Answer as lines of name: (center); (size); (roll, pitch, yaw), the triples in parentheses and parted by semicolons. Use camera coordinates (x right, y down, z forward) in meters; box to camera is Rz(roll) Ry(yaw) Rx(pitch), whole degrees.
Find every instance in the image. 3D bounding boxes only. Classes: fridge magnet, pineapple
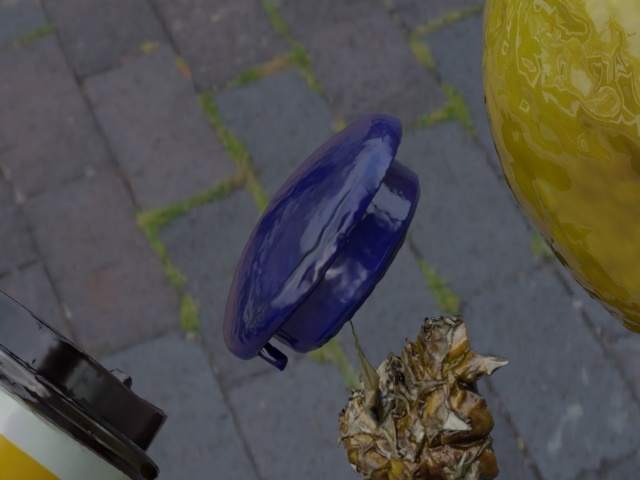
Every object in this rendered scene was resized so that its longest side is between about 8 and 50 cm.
fridge magnet: (0.000, 0.000, 1.540); (0.112, 0.265, 0.265); (33, 57, -9)
pineapple: (0.102, 0.214, 1.709); (0.158, 0.334, 0.161); (-5, 55, -7)

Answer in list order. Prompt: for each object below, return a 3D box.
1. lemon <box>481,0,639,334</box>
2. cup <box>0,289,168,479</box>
lemon: (0.175, -0.062, 0.563); (0.236, 0.263, 0.236); (-3, 77, 13)
cup: (-0.231, 0.159, 0.956); (0.196, 0.196, 0.280); (31, 77, 29)
